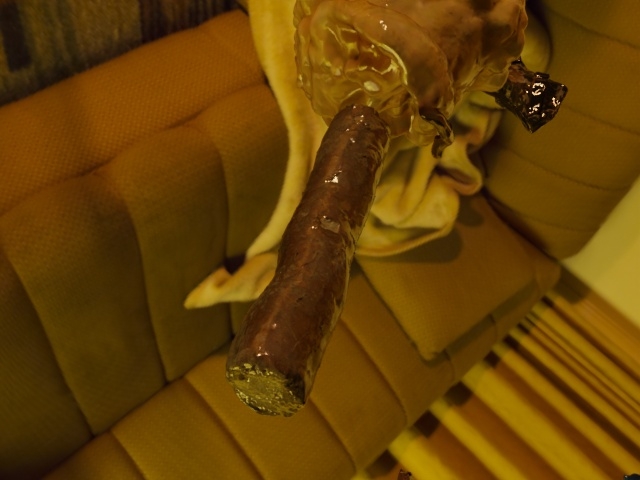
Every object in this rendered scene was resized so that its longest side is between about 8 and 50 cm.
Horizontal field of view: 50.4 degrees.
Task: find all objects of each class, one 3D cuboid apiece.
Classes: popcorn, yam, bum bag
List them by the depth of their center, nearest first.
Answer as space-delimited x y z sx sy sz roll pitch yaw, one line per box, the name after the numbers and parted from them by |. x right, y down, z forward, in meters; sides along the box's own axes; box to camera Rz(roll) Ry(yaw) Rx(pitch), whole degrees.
0.000 0.000 0.477 0.061 0.061 0.253 105 4 -50 | yam
0.125 -0.270 0.953 0.349 0.382 0.349 -5 141 -4 | popcorn
0.373 -0.297 1.299 0.102 0.248 0.069 -27 140 -8 | bum bag

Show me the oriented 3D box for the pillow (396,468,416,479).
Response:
0.136 0.363 0.457 0.108 0.305 0.308 -18 121 -7 | pillow

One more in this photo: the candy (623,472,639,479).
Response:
0.233 0.191 0.376 0.088 0.136 0.038 -6 135 6 | candy
